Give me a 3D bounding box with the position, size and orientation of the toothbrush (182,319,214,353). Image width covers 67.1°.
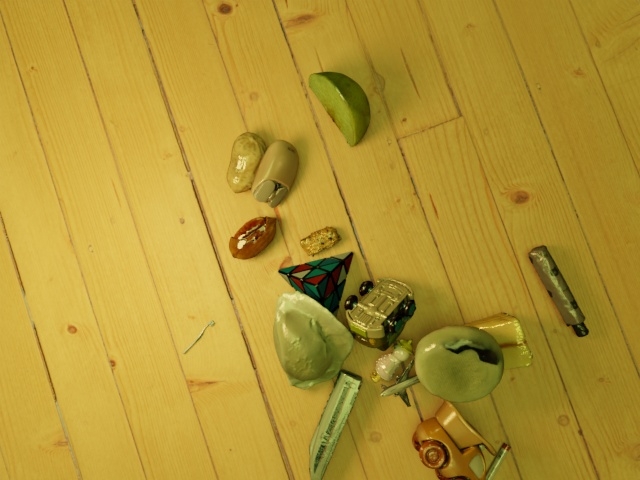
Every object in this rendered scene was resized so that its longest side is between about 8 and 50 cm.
[{"bbox_3d":[-0.444,0.349,1.745,0.162,0.014,0.017,-45,67,1],"label":"toothbrush"}]

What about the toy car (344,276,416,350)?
[{"bbox_3d":[0.206,0.266,1.625,0.204,0.198,0.248,22,48,36],"label":"toy car"}]

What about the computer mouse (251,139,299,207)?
[{"bbox_3d":[-0.153,-0.234,1.694,0.082,0.145,0.236,22,87,40],"label":"computer mouse"}]

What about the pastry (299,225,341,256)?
[{"bbox_3d":[0.000,0.000,1.714,0.140,0.056,0.080,-32,97,-1],"label":"pastry"}]

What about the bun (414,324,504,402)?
[{"bbox_3d":[0.439,0.374,1.551,0.284,0.179,0.283,2,117,5],"label":"bun"}]

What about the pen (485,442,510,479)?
[{"bbox_3d":[0.582,0.803,1.652,0.028,0.028,0.239,30,89,4],"label":"pen"}]

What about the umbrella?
[{"bbox_3d":[0.817,0.174,1.649,0.073,0.067,0.337,-23,84,-40],"label":"umbrella"}]

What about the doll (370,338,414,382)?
[{"bbox_3d":[0.248,0.407,1.640,0.081,0.129,0.207,39,112,9],"label":"doll"}]

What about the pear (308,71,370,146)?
[{"bbox_3d":[0.085,-0.489,1.643,0.139,0.239,0.288,-34,87,2],"label":"pear"}]

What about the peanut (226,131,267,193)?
[{"bbox_3d":[-0.261,-0.273,1.709,0.129,0.129,0.224,13,90,4],"label":"peanut"}]

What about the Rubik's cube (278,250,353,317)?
[{"bbox_3d":[0.036,0.105,1.661,0.234,0.250,0.284,-41,80,-19],"label":"Rubik's cube"}]

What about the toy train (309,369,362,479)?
[{"bbox_3d":[0.030,0.651,1.664,0.088,0.086,0.406,22,89,3],"label":"toy train"}]

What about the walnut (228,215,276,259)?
[{"bbox_3d":[-0.235,-0.013,1.704,0.207,0.116,0.115,-39,86,1],"label":"walnut"}]

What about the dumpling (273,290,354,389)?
[{"bbox_3d":[-0.053,0.355,1.605,0.270,0.320,0.211,27,61,24],"label":"dumpling"}]

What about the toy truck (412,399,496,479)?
[{"bbox_3d":[0.431,0.683,1.581,0.212,0.204,0.288,-39,84,-1],"label":"toy truck"}]

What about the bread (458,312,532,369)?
[{"bbox_3d":[0.542,0.361,1.611,0.264,0.163,0.167,-19,87,3],"label":"bread"}]

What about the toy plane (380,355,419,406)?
[{"bbox_3d":[0.289,0.481,1.624,0.226,0.058,0.225,-7,114,-24],"label":"toy plane"}]
